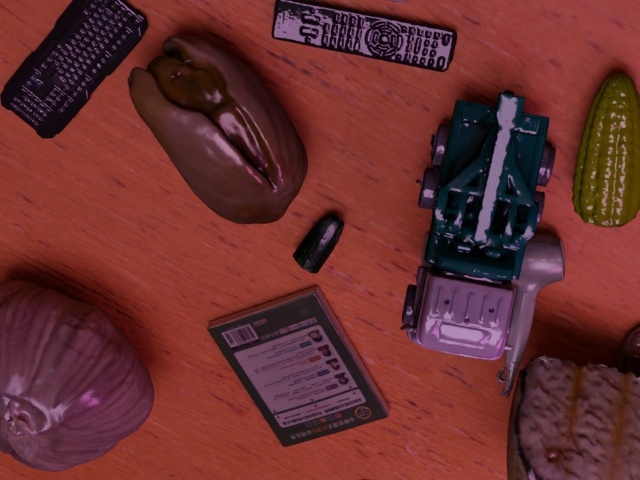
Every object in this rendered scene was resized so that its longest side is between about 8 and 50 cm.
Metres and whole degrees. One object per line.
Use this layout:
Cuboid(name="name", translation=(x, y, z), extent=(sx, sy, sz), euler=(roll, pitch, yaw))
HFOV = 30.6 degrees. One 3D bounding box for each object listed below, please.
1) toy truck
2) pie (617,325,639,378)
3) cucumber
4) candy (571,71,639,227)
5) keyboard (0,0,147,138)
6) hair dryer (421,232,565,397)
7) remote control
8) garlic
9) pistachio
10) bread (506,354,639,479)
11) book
Cuboid(name="toy truck", translation=(0.207, -0.020, 1.549), extent=(0.177, 0.178, 0.363), euler=(11, 96, 2))
Cuboid(name="pie", translation=(0.544, 0.187, 1.744), extent=(0.195, 0.046, 0.195), euler=(4, 122, 7))
Cuboid(name="cucumber", translation=(0.000, 0.000, 1.725), extent=(0.048, 0.048, 0.105), euler=(28, 120, -8))
Cuboid(name="candy", translation=(0.387, -0.122, 1.550), extent=(0.097, 0.096, 0.209), euler=(3, 117, 9))
Cuboid(name="keyboard", translation=(-0.349, -0.249, 1.647), extent=(0.106, 0.016, 0.262), euler=(40, 121, -15))
Cuboid(name="hair dryer", translation=(0.246, 0.107, 1.679), extent=(0.207, 0.075, 0.237), euler=(0, 87, 16))
Cuboid(name="remote control", translation=(0.057, -0.274, 1.550), extent=(0.245, 0.025, 0.063), euler=(12, 123, 3))
Cuboid(name="garlic", translation=(-0.431, 0.220, 1.823), extent=(0.318, 0.259, 0.317), euler=(2, 123, 4))
Cuboid(name="pistachio", translation=(-0.135, -0.148, 1.599), extent=(0.166, 0.197, 0.288), euler=(-40, 100, -16))
Cuboid(name="bread", translation=(0.410, 0.339, 1.724), extent=(0.395, 0.239, 0.264), euler=(24, 154, -6))
Cuboid(name="book", translation=(-0.034, 0.208, 1.877), extent=(0.202, 0.027, 0.264), euler=(-21, 116, 21))
